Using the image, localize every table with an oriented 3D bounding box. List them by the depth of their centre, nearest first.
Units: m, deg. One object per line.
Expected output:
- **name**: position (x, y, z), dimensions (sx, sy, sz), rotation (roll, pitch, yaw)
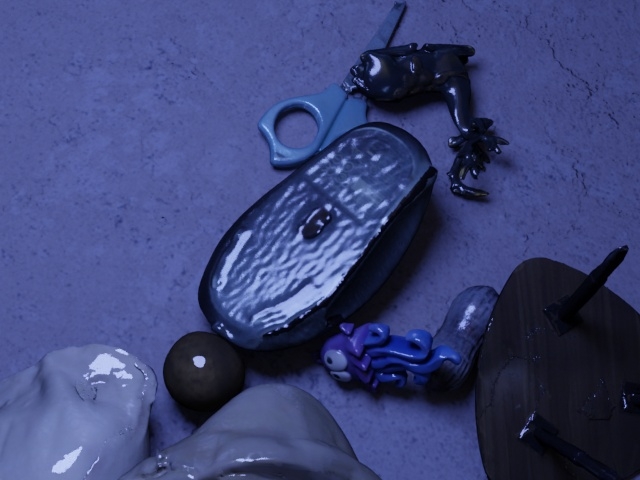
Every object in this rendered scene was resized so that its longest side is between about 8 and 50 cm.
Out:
- **table**: position (0.378, 0.165, 1.284), dimensions (0.317, 0.249, 0.317), rotation (3, 78, -13)

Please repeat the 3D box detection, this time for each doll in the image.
- **doll**: position (0.079, 0.146, 1.356), dimensions (0.205, 0.110, 0.067), rotation (-6, 32, 29)

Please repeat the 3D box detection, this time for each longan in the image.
- **longan**: position (-0.143, 0.162, 1.347), dimensions (0.106, 0.106, 0.119), rotation (48, 30, 15)

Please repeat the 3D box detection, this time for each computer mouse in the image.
- **computer mouse**: position (0.002, 0.002, 1.414), dimensions (0.374, 0.114, 0.203), rotation (-43, 66, -12)

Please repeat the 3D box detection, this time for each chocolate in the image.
- **chocolate**: position (0.186, 0.126, 1.409), dimensions (0.072, 0.072, 0.167), rotation (34, 69, 9)

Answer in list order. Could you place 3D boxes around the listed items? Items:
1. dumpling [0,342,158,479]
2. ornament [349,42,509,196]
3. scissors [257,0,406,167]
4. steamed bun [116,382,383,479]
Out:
- **dumpling**: position (-0.337, 0.279, 1.229), dimensions (0.260, 0.181, 0.341), rotation (13, 87, 9)
- **ornament**: position (0.161, -0.168, 1.522), dimensions (0.202, 0.080, 0.236), rotation (-10, 71, -21)
- **scissors**: position (0.051, -0.226, 1.578), dimensions (0.191, 0.029, 0.360), rotation (27, 64, 2)
- **steamed bun**: position (-0.062, 0.363, 1.123), dimensions (0.367, 0.255, 0.343), rotation (-31, 107, -21)
